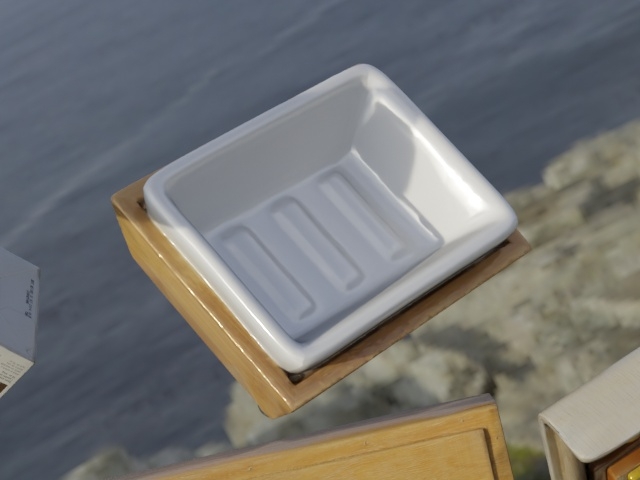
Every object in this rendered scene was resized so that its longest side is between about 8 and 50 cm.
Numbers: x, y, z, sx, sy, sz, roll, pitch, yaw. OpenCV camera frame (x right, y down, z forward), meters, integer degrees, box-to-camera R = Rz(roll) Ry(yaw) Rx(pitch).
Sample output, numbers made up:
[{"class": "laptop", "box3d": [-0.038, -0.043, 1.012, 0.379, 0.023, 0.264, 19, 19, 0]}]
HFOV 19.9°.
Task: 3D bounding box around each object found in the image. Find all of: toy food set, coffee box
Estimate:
[{"class": "toy food set", "box3d": [0.281, 0.140, 1.333, 0.219, 0.092, 0.306, -33, -27, -6]}, {"class": "coffee box", "box3d": [-0.392, 0.126, 1.838, 0.246, 0.098, 0.141, -44, 31, 28]}]

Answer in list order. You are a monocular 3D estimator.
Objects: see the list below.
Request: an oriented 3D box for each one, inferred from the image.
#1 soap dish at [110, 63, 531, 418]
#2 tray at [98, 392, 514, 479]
[{"class": "soap dish", "box3d": [0.000, 0.000, 1.511, 0.291, 0.229, 0.118, -31, -19, -35]}, {"class": "tray", "box3d": [-0.038, 0.270, 1.476, 0.410, 0.203, 0.076, -13, 3, 2]}]
